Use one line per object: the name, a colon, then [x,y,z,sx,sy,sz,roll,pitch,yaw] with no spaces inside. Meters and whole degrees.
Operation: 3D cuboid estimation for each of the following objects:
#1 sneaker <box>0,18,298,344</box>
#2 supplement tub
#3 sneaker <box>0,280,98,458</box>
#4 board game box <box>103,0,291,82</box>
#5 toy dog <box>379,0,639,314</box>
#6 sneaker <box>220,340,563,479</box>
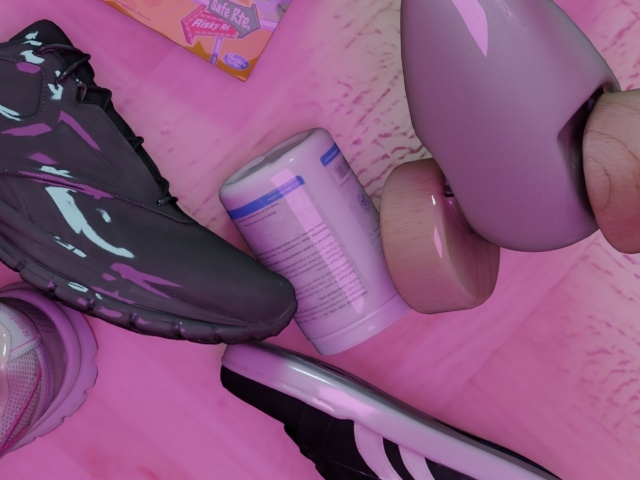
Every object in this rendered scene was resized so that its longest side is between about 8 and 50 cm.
sneaker: [-0.134,-0.038,1.015,0.286,0.109,0.130,27,88,-3]
supplement tub: [0.000,0.000,1.062,0.071,0.071,0.107,-31,100,-2]
sneaker: [-0.230,0.114,1.016,0.103,0.111,0.252,41,88,13]
board game box: [-0.082,-0.167,1.052,0.154,0.026,0.103,29,93,-9]
toy dog: [0.090,-0.127,0.994,0.220,0.161,0.334,6,121,14]
sneaker: [0.025,0.147,1.079,0.217,0.079,0.121,26,92,-11]
